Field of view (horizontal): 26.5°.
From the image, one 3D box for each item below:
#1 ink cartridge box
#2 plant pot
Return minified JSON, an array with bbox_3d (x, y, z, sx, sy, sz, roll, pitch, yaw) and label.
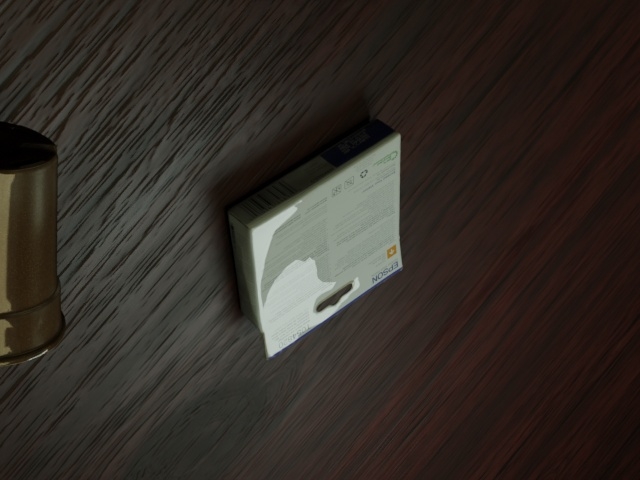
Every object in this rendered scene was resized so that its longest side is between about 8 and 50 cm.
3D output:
[{"bbox_3d":[0.000,0.000,1.553,0.223,0.045,0.224,-33,142,-26],"label":"ink cartridge box"},{"bbox_3d":[-0.286,-0.006,1.127,0.167,0.167,0.165,-11,121,-44],"label":"plant pot"}]
